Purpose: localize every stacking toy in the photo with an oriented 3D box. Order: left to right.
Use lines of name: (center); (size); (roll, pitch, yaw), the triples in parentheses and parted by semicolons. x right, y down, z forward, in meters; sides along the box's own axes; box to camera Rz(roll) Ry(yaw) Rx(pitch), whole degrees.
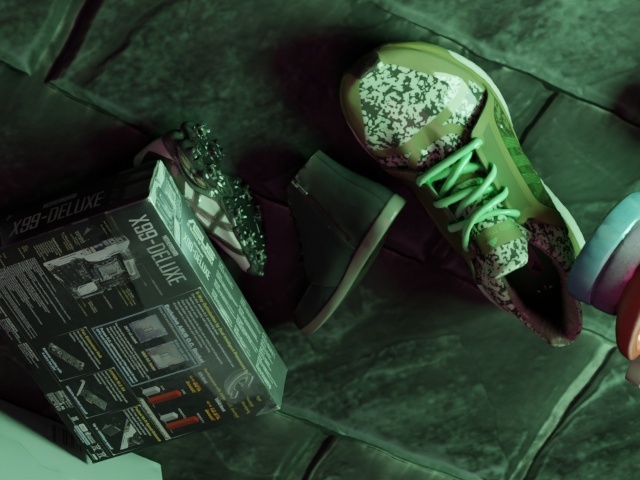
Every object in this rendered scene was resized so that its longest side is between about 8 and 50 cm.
stacking toy: (0.373, -0.011, 1.796); (0.309, 0.130, 0.279); (-47, 157, -19)

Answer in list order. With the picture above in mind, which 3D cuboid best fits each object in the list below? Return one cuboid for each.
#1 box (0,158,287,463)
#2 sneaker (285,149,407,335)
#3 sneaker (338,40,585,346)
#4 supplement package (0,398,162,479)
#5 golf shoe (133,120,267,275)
box: (-0.211, 0.083, 1.772); (0.242, 0.076, 0.307); (-19, 122, 19)
sneaker: (0.000, 0.000, 1.808); (0.118, 0.083, 0.222); (36, 128, 6)
sneaker: (0.175, -0.042, 1.742); (0.158, 0.182, 0.410); (-37, 118, 12)
supplement package: (-0.318, 0.313, 1.843); (0.262, 0.204, 0.145); (27, 110, -22)
golf shoe: (-0.125, -0.037, 1.767); (0.094, 0.077, 0.198); (-18, 120, 21)
